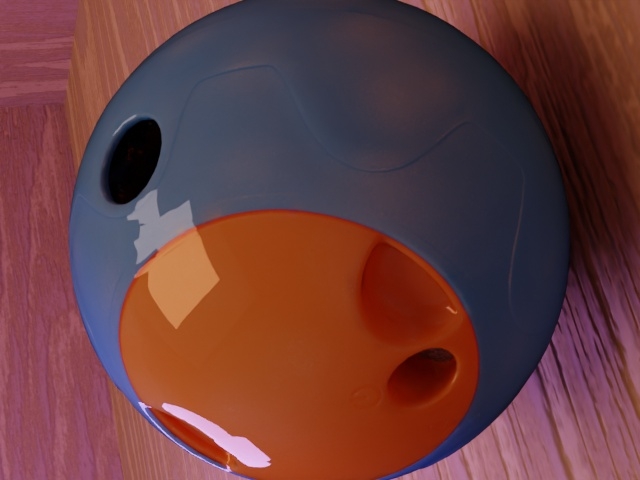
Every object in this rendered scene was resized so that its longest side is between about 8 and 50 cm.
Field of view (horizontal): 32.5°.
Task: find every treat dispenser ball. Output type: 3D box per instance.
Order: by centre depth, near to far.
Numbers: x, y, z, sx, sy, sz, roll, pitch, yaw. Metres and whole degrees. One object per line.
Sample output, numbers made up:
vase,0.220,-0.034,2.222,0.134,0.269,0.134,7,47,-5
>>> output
treat dispenser ball,0.000,0.000,0.643,0.288,0.288,0.288,175,90,-70
